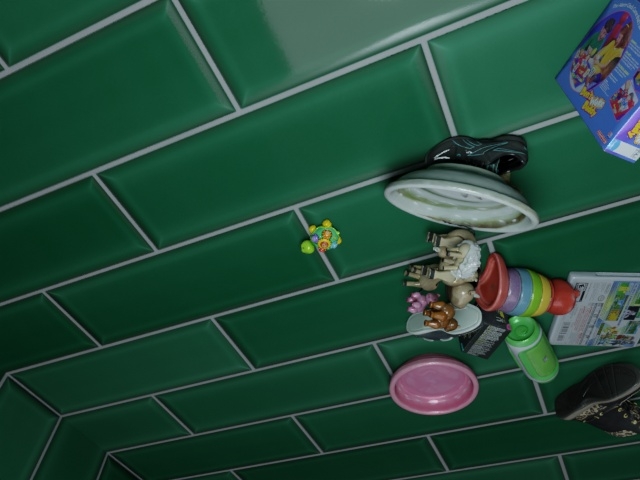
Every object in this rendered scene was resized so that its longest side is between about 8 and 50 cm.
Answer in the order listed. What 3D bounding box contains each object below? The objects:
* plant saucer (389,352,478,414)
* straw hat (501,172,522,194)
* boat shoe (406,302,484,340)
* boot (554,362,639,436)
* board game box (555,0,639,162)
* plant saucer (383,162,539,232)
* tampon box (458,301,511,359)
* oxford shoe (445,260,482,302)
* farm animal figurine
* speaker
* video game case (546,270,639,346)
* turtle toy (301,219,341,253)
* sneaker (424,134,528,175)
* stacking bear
[{"bbox_3d":[0.428,0.539,2.082,0.332,0.084,0.332,3,130,3],"label":"plant saucer"},{"bbox_3d":[0.481,-0.170,1.495,0.145,0.061,0.144,14,173,2],"label":"straw hat"},{"bbox_3d":[0.424,0.274,1.813,0.091,0.114,0.303,31,155,-29],"label":"boat shoe"},{"bbox_3d":[1.117,0.609,2.052,0.284,0.138,0.377,25,131,-14],"label":"boot"},{"bbox_3d":[0.643,-0.356,1.147,0.078,0.347,0.233,19,129,-11],"label":"board game box"},{"bbox_3d":[0.371,-0.121,1.439,0.401,0.100,0.400,14,172,2],"label":"plant saucer"},{"bbox_3d":[0.549,0.298,1.847,0.102,0.120,0.161,17,129,-9],"label":"tampon box"},{"bbox_3d":[0.453,0.139,1.739,0.083,0.096,0.227,2,133,-3],"label":"oxford shoe"},{"bbox_3d":[0.379,0.103,1.604,0.172,0.330,0.326,8,114,-8],"label":"farm animal figurine"},{"bbox_3d":[0.727,0.377,1.882,0.131,0.131,0.296,-23,131,21],"label":"speaker"},{"bbox_3d":[0.943,0.233,1.820,0.300,0.036,0.328,1,129,4],"label":"video game case"},{"bbox_3d":[0.000,0.000,1.676,0.130,0.066,0.095,-21,125,20],"label":"turtle toy"},{"bbox_3d":[0.411,-0.217,1.441,0.268,0.106,0.101,-8,130,12],"label":"sneaker"},{"bbox_3d":[0.658,0.163,1.712,0.289,0.164,0.175,9,130,-9],"label":"stacking bear"}]
